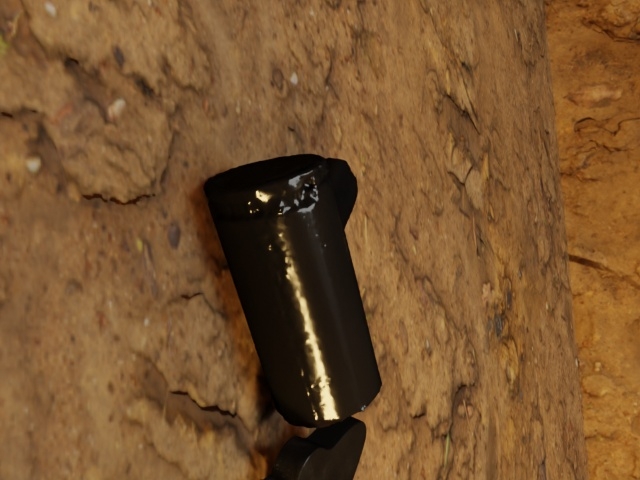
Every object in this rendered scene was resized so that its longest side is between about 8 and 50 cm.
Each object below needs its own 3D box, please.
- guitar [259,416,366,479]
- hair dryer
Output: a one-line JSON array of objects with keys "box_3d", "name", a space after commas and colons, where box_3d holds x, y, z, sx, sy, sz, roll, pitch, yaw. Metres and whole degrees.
[{"box_3d": [-0.030, 0.176, 0.815, 0.233, 0.025, 0.088, 0, 110, -64], "name": "guitar"}, {"box_3d": [0.000, 0.000, 0.904, 0.251, 0.089, 0.197, -66, 143, -62], "name": "hair dryer"}]
